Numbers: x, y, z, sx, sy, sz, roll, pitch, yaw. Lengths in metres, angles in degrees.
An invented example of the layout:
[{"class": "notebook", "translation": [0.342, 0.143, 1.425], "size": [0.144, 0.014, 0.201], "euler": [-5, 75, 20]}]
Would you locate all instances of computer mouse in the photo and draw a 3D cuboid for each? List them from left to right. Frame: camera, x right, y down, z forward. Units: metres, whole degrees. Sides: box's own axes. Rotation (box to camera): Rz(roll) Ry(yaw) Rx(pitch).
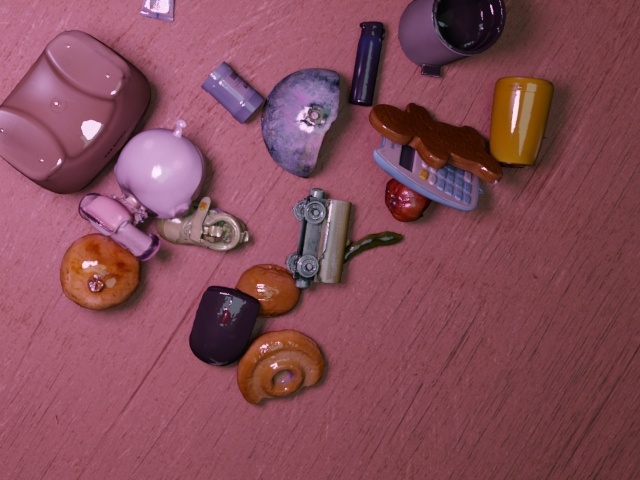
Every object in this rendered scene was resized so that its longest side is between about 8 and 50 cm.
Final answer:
[{"class": "computer mouse", "translation": [-0.290, 0.265, 1.786], "size": [0.170, 0.100, 0.269], "euler": [16, 113, -11]}]

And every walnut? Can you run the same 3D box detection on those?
[{"class": "walnut", "translation": [-0.152, 0.156, 1.846], "size": [0.212, 0.087, 0.167], "euler": [1, 94, -13]}]

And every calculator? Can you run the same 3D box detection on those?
[{"class": "calculator", "translation": [0.330, -0.227, 1.851], "size": [0.387, 0.054, 0.256], "euler": [25, 49, -13]}]

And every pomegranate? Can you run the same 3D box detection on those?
[{"class": "pomegranate", "translation": [-0.599, 0.084, 1.670], "size": [0.216, 0.215, 0.215], "euler": [-2, 98, -13]}]

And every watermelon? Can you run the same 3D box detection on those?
[{"class": "watermelon", "translation": [-0.064, -0.346, 1.749], "size": [0.188, 0.175, 0.321], "euler": [10, 94, -15]}]

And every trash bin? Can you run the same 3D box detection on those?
[{"class": "trash bin", "translation": [0.369, -0.622, 1.766], "size": [0.217, 0.262, 0.277], "euler": [3, 98, -14]}]

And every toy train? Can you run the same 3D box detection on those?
[{"class": "toy train", "translation": [0.004, 0.001, 1.831], "size": [0.190, 0.126, 0.307], "euler": [8, 91, -12]}]

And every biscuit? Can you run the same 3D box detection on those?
[{"class": "biscuit", "translation": [-0.128, 0.379, 1.870], "size": [0.274, 0.091, 0.213], "euler": [-20, 116, -6]}, {"class": "biscuit", "translation": [0.325, -0.296, 1.817], "size": [0.432, 0.282, 0.064], "euler": [11, 133, -24]}]

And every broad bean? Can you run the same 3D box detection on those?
[{"class": "broad bean", "translation": [0.149, 0.018, 1.921], "size": [0.227, 0.039, 0.069], "euler": [-27, 97, -7]}]

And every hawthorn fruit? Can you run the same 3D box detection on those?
[{"class": "hawthorn fruit", "translation": [0.282, -0.133, 1.884], "size": [0.172, 0.148, 0.148], "euler": [-14, 101, -27]}]

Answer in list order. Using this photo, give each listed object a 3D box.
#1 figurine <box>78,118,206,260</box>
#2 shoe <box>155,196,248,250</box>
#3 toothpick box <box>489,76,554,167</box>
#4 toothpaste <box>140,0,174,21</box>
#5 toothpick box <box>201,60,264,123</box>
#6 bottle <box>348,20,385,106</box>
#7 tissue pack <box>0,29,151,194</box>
[{"class": "figurine", "translation": [-0.454, -0.139, 1.638], "size": [0.253, 0.211, 0.361], "euler": [40, 68, -4]}, {"class": "shoe", "translation": [-0.335, -0.048, 1.767], "size": [0.262, 0.128, 0.139], "euler": [15, 80, -17]}, {"class": "toothpick box", "translation": [0.614, -0.361, 1.909], "size": [0.175, 0.175, 0.271], "euler": [4, 101, -14]}, {"class": "toothpaste", "translation": [-0.432, -0.725, 1.678], "size": [0.090, 0.057, 0.234], "euler": [9, 102, -12]}, {"class": "toothpick box", "translation": [-0.247, -0.417, 1.735], "size": [0.153, 0.101, 0.101], "euler": [43, 87, -14]}, {"class": "bottle", "translation": [0.140, -0.525, 1.824], "size": [0.082, 0.072, 0.244], "euler": [6, 97, -19]}, {"class": "tissue pack", "translation": [-0.628, -0.318, 1.579], "size": [0.267, 0.277, 0.387], "euler": [36, 87, -1]}]
